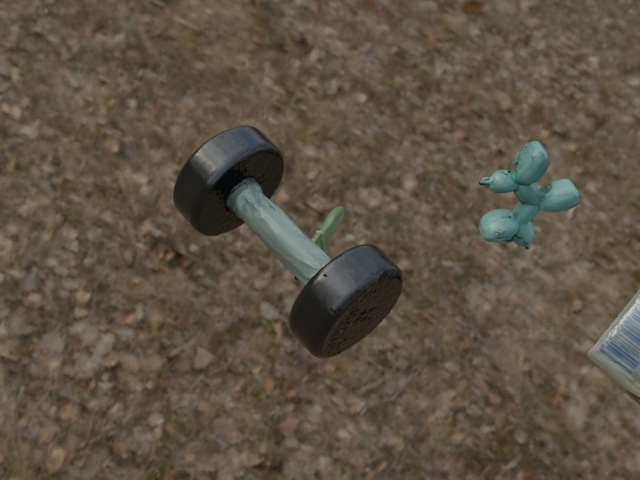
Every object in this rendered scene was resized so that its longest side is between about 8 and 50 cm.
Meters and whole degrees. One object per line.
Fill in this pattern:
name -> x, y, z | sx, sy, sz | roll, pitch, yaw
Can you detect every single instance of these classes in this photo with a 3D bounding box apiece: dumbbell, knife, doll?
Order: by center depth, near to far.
dumbbell -> -0.028, 0.000, 0.874 | 0.100, 0.100, 0.191 | -17, 55, -46
knife -> 0.002, 0.000, 1.488 | 0.020, 0.043, 0.293 | 6, 17, 11
doll -> 0.309, -0.057, 1.632 | 0.159, 0.159, 0.059 | 51, 17, -32

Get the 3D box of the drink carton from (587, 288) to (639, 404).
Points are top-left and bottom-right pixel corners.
drink carton -> 0.493, 0.199, 1.290 | 0.324, 0.132, 0.194 | 39, 5, 29
